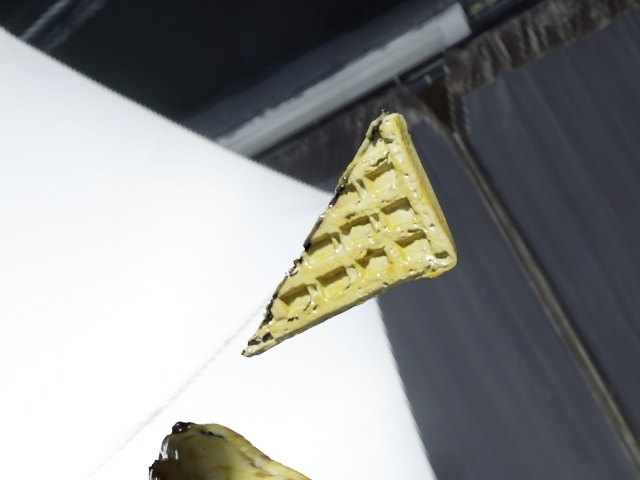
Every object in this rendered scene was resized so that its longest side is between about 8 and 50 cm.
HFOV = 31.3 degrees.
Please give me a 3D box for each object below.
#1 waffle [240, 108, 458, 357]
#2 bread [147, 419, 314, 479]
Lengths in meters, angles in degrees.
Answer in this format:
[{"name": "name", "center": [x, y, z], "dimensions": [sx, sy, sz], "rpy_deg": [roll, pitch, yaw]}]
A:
[{"name": "waffle", "center": [0.000, 0.000, 0.667], "dimensions": [0.152, 0.098, 0.023], "rpy_deg": [-27, -4, 24]}, {"name": "bread", "center": [-0.039, 0.260, 0.843], "dimensions": [0.099, 0.235, 0.210], "rpy_deg": [-30, 23, -23]}]
